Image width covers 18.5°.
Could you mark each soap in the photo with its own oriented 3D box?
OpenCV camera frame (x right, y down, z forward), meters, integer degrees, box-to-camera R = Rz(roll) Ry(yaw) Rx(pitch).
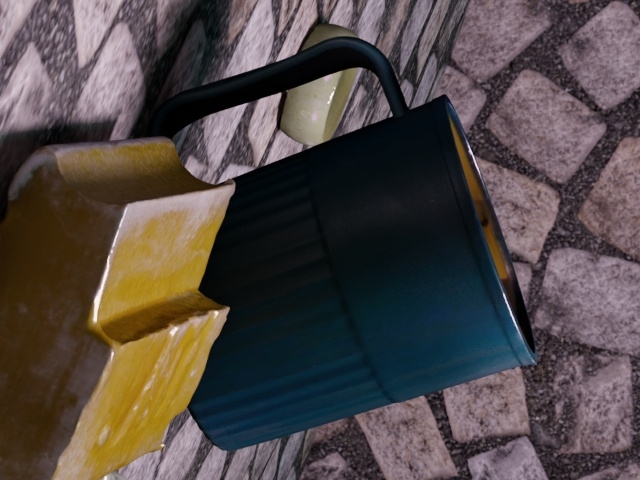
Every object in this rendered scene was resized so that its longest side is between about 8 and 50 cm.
[{"bbox_3d":[-0.174,0.054,1.482,0.281,0.143,0.259,-18,129,-73],"label":"soap"}]

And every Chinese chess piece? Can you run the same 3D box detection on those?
[{"bbox_3d":[0.000,-0.181,2.279,0.144,0.058,0.144,21,90,-84],"label":"Chinese chess piece"}]

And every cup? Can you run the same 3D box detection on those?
[{"bbox_3d":[0.002,0.012,1.693,0.242,0.292,0.308,-95,162,-58],"label":"cup"}]

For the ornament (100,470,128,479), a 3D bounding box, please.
[{"bbox_3d":[-0.232,0.293,1.538,0.130,0.120,0.285,56,49,-31],"label":"ornament"}]
